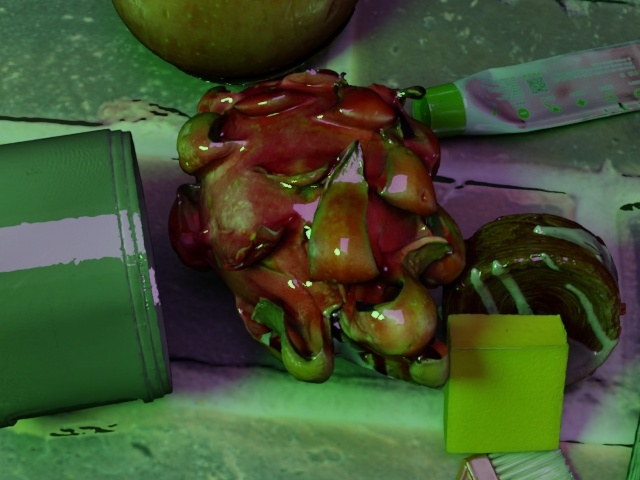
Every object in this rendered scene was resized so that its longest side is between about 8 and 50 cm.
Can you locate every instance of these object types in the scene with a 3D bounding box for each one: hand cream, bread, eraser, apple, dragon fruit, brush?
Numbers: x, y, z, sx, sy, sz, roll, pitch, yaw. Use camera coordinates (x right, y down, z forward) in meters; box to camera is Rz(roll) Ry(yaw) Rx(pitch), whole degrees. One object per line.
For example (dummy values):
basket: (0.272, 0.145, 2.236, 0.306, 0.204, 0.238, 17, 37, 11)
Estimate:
hand cream: (0.228, -0.151, 1.135, 0.275, 0.050, 0.079, -12, 89, -15)
bread: (0.178, 0.055, 0.960, 0.160, 0.161, 0.073, 5, 37, 0)
eraser: (0.151, 0.119, 0.936, 0.097, 0.122, 0.045, -2, 36, 3)
apple: (-0.080, -0.291, 1.098, 0.271, 0.206, 0.252, -20, 62, -11)
dragon fruit: (-0.002, -0.018, 0.928, 0.227, 0.307, 0.243, -10, 102, -18)
brush: (0.071, 0.247, 0.935, 0.314, 0.017, 0.090, -18, 65, -11)

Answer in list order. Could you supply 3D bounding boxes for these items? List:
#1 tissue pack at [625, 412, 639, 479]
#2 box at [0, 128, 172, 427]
tissue pack: (0.366, 0.167, 0.952, 0.185, 0.081, 0.257, 18, 63, 6)
box: (-0.210, 0.030, 0.913, 0.149, 0.226, 0.226, -9, 64, -7)
